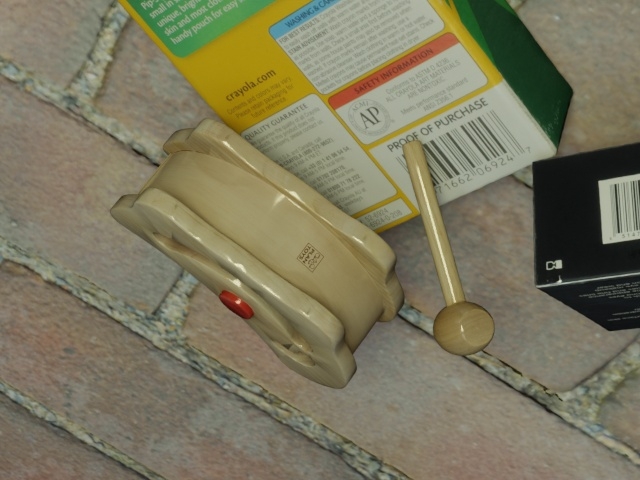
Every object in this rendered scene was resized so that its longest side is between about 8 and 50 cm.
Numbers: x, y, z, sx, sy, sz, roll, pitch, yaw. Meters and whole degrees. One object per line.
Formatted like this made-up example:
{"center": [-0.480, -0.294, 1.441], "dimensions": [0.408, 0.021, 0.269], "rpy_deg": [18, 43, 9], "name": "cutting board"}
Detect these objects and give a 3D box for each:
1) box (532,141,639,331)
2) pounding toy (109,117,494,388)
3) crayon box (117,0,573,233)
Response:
{"center": [0.243, -0.003, 0.865], "dimensions": [0.156, 0.093, 0.158], "rpy_deg": [-9, 160, 28], "name": "box"}
{"center": [0.000, 0.000, 0.918], "dimensions": [0.269, 0.155, 0.154], "rpy_deg": [36, 163, 2], "name": "pounding toy"}
{"center": [-0.001, -0.160, 0.883], "dimensions": [0.203, 0.083, 0.323], "rpy_deg": [-25, 117, 36], "name": "crayon box"}
